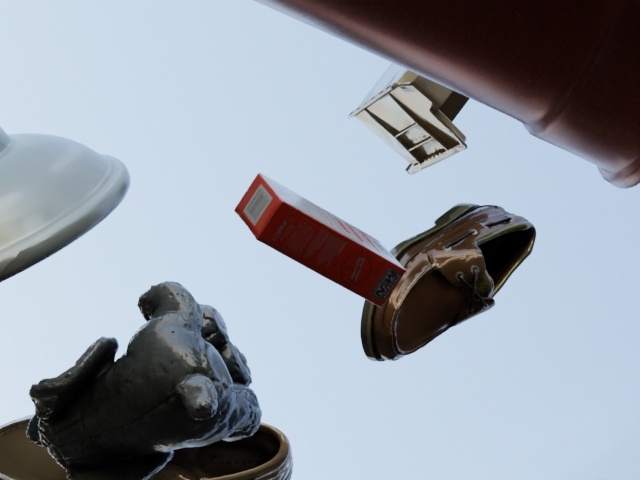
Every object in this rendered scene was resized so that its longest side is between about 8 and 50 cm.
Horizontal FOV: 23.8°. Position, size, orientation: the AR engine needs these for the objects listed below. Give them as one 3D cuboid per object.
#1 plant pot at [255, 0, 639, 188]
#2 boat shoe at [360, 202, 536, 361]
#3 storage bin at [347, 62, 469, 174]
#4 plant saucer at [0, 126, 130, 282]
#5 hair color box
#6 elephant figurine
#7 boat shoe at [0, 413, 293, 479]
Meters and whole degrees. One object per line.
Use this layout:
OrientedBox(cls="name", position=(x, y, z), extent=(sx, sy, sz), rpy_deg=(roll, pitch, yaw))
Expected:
OrientedBox(cls="plant pot", position=(0.107, -0.201, 0.929), extent=(0.272, 0.265, 0.272), rpy_deg=(-162, -90, -85))
OrientedBox(cls="boat shoe", position=(0.156, 0.042, 1.806), extent=(0.104, 0.307, 0.111), rpy_deg=(7, -54, 32))
OrientedBox(cls="storage bin", position=(0.185, -0.239, 1.968), extent=(0.123, 0.262, 0.260), rpy_deg=(39, -13, -8))
OrientedBox(cls="plant saucer", position=(-0.379, -0.026, 1.417), extent=(0.400, 0.400, 0.100), rpy_deg=(4, -62, 51))
OrientedBox(cls="hair color box", position=(0.000, 0.000, 1.323), extent=(0.043, 0.141, 0.072), rpy_deg=(-56, -151, 9))
OrientedBox(cls="elephant figurine", position=(-0.185, 0.161, 1.369), extent=(0.186, 0.239, 0.169), rpy_deg=(49, 16, -57))
OrientedBox(cls="boat shoe", position=(-0.200, 0.222, 1.618), extent=(0.110, 0.341, 0.122), rpy_deg=(94, -6, -68))
